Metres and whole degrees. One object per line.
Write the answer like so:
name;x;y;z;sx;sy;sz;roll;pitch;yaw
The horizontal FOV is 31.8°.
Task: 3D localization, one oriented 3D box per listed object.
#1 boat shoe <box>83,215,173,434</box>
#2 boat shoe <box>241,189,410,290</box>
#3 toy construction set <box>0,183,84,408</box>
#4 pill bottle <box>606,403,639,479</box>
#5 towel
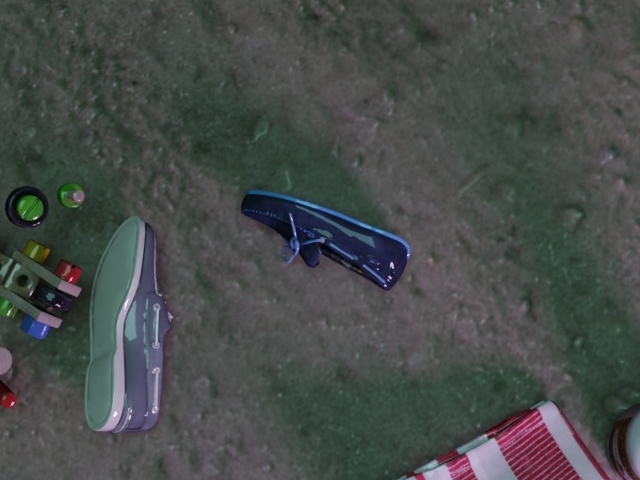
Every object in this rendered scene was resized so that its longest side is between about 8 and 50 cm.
boat shoe;-0.272;0.124;1.638;0.099;0.116;0.320;18;67;-38
boat shoe;0.000;0.000;1.633;0.258;0.109;0.089;19;83;8
toy construction set;-0.492;0.068;1.621;0.257;0.237;0.309;-1;95;-28
pill bottle;0.467;0.274;1.491;0.131;0.229;0.131;-1;78;3
towel;0.248;0.377;1.510;0.328;0.037;0.237;-24;64;-18
